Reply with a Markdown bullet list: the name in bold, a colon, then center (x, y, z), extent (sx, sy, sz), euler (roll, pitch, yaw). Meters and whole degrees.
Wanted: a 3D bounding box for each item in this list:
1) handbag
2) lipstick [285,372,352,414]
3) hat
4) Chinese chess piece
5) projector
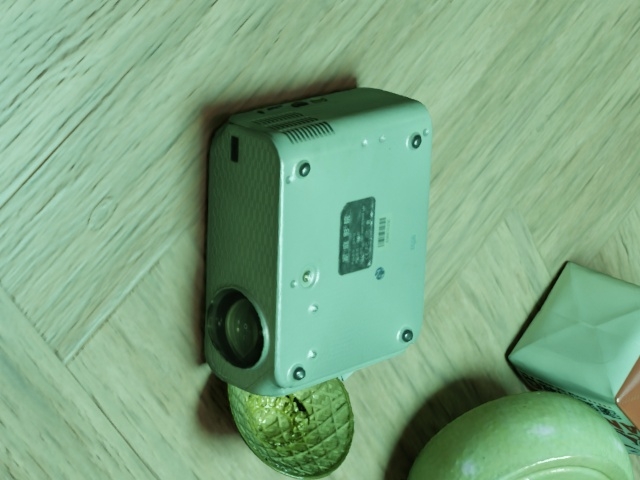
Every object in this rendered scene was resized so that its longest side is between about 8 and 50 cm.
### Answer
- **handbag**: center (0.360, 0.173, 2.119), extent (0.151, 0.171, 0.298), euler (-55, 136, -16)
- **lipstick**: center (0.004, 0.135, 1.839), extent (0.107, 0.025, 0.025), euler (-42, 133, -18)
- **hat**: center (-0.044, 0.170, 1.781), extent (0.146, 0.067, 0.146), euler (19, 55, -29)
- **Chinese chess piece**: center (0.212, 0.275, 1.984), extent (0.250, 0.101, 0.250), euler (-12, 133, -13)
- **projector**: center (0.000, 0.000, 1.713), extent (0.198, 0.108, 0.250), euler (-15, 117, -42)
